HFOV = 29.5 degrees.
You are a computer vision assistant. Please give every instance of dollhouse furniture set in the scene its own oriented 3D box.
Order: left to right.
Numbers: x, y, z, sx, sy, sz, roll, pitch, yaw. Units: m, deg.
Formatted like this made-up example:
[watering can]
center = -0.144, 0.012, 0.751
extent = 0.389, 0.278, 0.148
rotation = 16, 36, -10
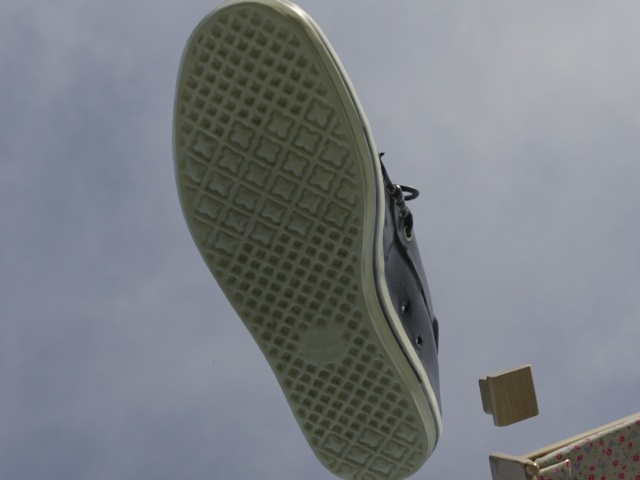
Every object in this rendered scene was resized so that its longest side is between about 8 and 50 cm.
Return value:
[dollhouse furniture set]
center = 0.340, 0.256, 1.093
extent = 0.303, 0.174, 0.356
rotation = -16, -83, -26

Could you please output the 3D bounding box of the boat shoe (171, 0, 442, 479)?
[boat shoe]
center = 0.000, 0.000, 1.133
extent = 0.186, 0.156, 0.500
rotation = -11, -61, 18
